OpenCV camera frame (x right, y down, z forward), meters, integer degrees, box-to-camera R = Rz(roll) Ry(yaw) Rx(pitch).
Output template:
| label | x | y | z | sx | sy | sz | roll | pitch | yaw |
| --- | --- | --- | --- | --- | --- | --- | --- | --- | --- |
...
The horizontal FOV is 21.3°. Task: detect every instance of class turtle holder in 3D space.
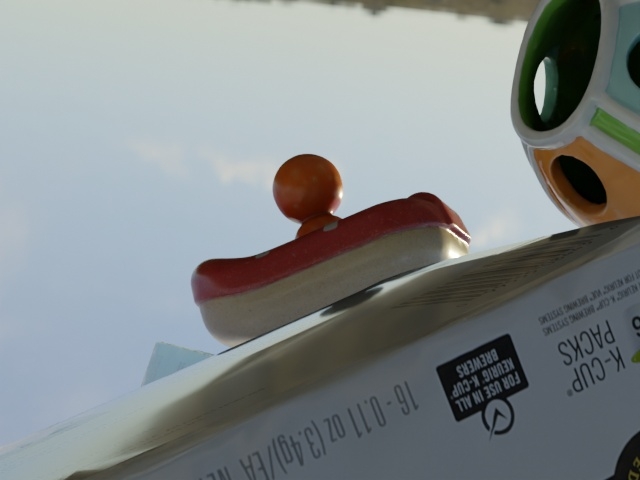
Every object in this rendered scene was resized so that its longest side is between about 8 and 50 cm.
| label | x | y | z | sx | sy | sz | roll | pitch | yaw |
| --- | --- | --- | --- | --- | --- | --- | --- | --- | --- |
| turtle holder | 0.284 | -0.137 | 1.299 | 0.227 | 0.320 | 0.243 | 17 | -166 | -25 |

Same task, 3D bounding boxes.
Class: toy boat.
| label | x | y | z | sx | sy | sz | roll | pitch | yaw |
| --- | --- | --- | --- | --- | --- | --- | --- | --- | --- |
| toy boat | 0.000 | 0.000 | 1.400 | 0.231 | 0.151 | 0.151 | -22 | 160 | 15 |

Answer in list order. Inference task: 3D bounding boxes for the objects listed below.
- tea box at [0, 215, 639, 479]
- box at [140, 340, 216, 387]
| label | x | y | z | sx | sy | sz | roll | pitch | yaw |
| --- | --- | --- | --- | --- | --- | --- | --- | --- | --- |
| tea box | 0.009 | 0.203 | 0.659 | 0.329 | 0.323 | 0.220 | -23 | -176 | -30 |
| box | -0.051 | 0.112 | 1.092 | 0.100 | 0.060 | 0.244 | 21 | 174 | -13 |
